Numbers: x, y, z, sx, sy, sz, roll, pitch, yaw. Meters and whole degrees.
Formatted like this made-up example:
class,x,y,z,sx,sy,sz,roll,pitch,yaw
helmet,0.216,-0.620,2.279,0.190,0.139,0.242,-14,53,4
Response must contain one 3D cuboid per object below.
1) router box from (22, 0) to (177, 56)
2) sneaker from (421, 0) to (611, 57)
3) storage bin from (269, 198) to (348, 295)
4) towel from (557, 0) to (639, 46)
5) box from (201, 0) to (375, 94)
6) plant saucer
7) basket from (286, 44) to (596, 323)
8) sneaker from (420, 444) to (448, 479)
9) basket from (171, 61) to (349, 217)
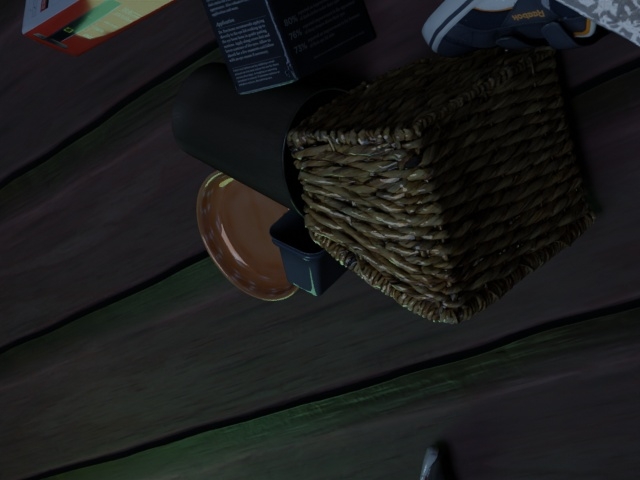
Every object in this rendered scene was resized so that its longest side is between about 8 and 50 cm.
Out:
class,x,y,z,sx,sy,sz,roll,pitch,yaw
router box,-0.215,-0.416,1.648,0.301,0.082,0.336,-16,63,47
sneaker,0.237,-0.245,1.451,0.321,0.126,0.127,-33,85,46
storage bin,0.000,0.000,1.824,0.098,0.135,0.091,25,139,30
towel,0.274,-0.299,1.314,0.282,0.049,0.187,32,110,11
box,-0.050,-0.296,1.665,0.108,0.153,0.207,-7,108,45
plant saucer,-0.086,-0.014,1.958,0.200,0.037,0.200,23,128,32
basket,0.122,-0.063,1.539,0.213,0.299,0.223,1,115,43
sneaker,0.168,0.346,1.947,0.064,0.061,0.158,4,122,10
basket,-0.065,-0.133,1.782,0.227,0.154,0.204,24,160,39
